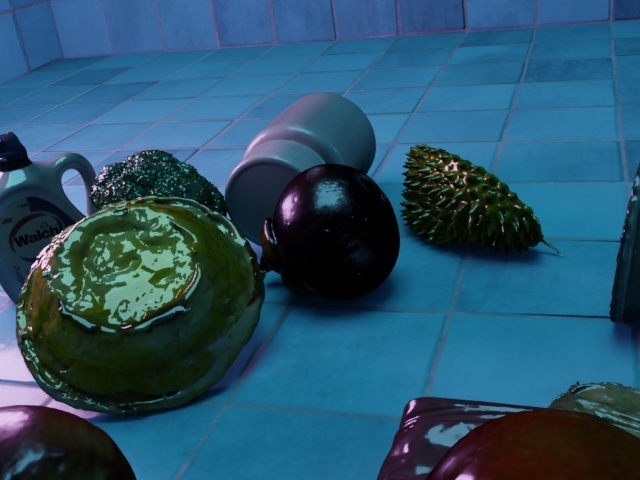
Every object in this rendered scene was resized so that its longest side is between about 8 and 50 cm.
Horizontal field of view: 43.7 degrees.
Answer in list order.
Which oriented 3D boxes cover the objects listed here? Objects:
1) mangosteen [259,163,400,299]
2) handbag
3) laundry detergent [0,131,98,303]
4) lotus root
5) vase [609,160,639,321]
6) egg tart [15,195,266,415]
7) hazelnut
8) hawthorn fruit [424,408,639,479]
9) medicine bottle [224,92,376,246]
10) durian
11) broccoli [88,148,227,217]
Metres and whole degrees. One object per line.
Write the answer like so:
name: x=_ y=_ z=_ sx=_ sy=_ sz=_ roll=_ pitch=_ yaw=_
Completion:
mangosteen: x=0.000 y=0.000 z=1.235 sx=0.250 sy=0.211 sz=0.211 roll=-29 pitch=11 yaw=33
handbag: x=0.163 y=0.231 z=0.720 sx=0.225 sy=0.146 sz=0.135 roll=-1 pitch=29 yaw=20
laundry detergent: x=-0.474 y=-0.052 z=1.357 sx=0.215 sy=0.280 sz=0.105 roll=-23 pitch=27 yaw=-30
lotus root: x=0.302 y=0.209 z=0.818 sx=0.144 sy=0.070 sz=0.143 roll=20 pitch=42 yaw=38
vase: x=0.531 y=0.017 z=0.995 sx=0.291 sy=0.245 sz=0.245 roll=12 pitch=31 yaw=26
egg tart: x=-0.245 y=0.061 z=1.070 sx=0.345 sy=0.132 sz=0.345 roll=0 pitch=57 yaw=-1
hazelnut: x=-0.271 y=0.246 z=0.772 sx=0.208 sy=0.208 sz=0.208 roll=-6 pitch=25 yaw=3
hawthorn fruit: x=0.156 y=0.262 z=0.494 sx=0.311 sy=0.295 sz=0.295 roll=9 pitch=30 yaw=33
medicine bottle: x=-0.034 y=-0.131 z=1.486 sx=0.208 sy=0.208 sz=0.339 roll=1 pitch=26 yaw=19
durian: x=0.242 y=-0.077 z=1.361 sx=0.169 sy=0.157 sz=0.355 roll=-1 pitch=20 yaw=-28
broccoli: x=-0.277 y=-0.013 z=1.322 sx=0.270 sy=0.270 sz=0.270 roll=-34 pitch=12 yaw=28
